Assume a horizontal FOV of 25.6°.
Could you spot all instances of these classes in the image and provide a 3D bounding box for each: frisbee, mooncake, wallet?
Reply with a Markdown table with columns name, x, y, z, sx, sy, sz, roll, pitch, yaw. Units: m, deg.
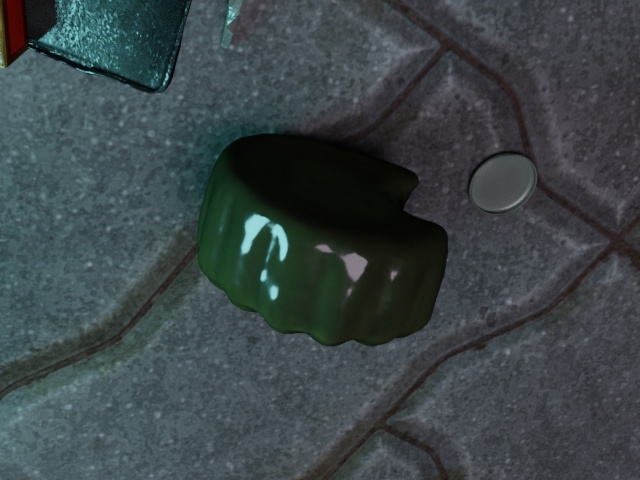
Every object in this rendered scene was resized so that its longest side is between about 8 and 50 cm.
| name | x | y | z | sx | sy | sz | roll | pitch | yaw |
| --- | --- | --- | --- | --- | --- | --- | --- | --- | --- |
| frisbee | 0.276 | -0.086 | 2.134 | 0.110 | 0.014 | 0.110 | -9 | 125 | -13 |
| mooncake | 0.000 | 0.000 | 1.899 | 0.351 | 0.351 | 0.187 | 7 | 120 | -22 |
| wallet | -0.310 | -0.297 | 1.689 | 0.318 | 0.045 | 0.172 | 21 | 122 | 4 |

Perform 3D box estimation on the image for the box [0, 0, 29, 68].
| name | x | y | z | sx | sy | sz | roll | pitch | yaw |
| --- | --- | --- | --- | --- | --- | --- | --- | --- | --- |
| box | -0.430 | -0.331 | 1.642 | 0.153 | 0.074 | 0.240 | 14 | 126 | 16 |

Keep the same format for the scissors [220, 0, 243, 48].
| name | x | y | z | sx | sy | sz | roll | pitch | yaw |
| --- | --- | --- | --- | --- | --- | --- | --- | --- | --- |
| scissors | -0.105 | -0.333 | 1.815 | 0.110 | 0.021 | 0.212 | 24 | 129 | 7 |
